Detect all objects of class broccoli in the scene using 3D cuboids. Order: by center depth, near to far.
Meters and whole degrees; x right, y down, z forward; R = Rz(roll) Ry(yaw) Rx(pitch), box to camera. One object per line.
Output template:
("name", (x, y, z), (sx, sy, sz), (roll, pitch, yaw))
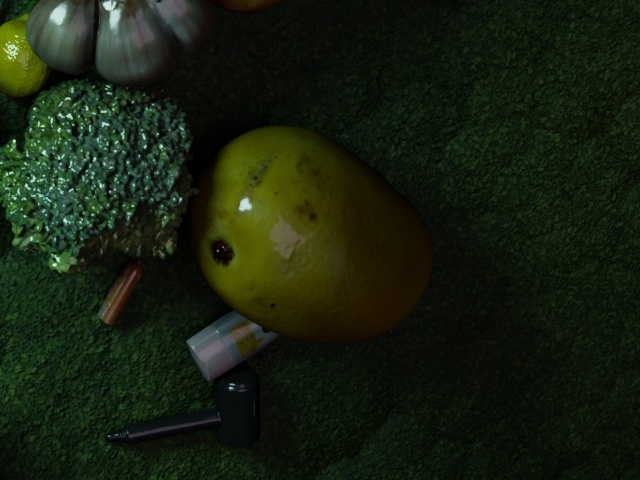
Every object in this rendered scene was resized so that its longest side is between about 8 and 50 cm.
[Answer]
("broccoli", (-0.285, -0.079, 1.543), (0.288, 0.235, 0.260), (-15, 116, -30))

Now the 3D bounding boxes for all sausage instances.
("sausage", (-0.290, 0.072, 1.722), (0.031, 0.031, 0.107), (27, 94, -35))

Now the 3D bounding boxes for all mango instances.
("mango", (0.000, 0.000, 1.737), (0.445, 0.232, 0.300), (18, 68, -44))

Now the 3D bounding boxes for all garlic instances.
("garlic", (-0.241, -0.266, 1.470), (0.214, 0.160, 0.191), (-45, 169, -12))

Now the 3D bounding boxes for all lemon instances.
("lemon", (-0.386, -0.238, 1.518), (0.082, 0.082, 0.111), (8, 104, -32))

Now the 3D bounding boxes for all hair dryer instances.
("hair dryer", (-0.213, 0.269, 1.833), (0.248, 0.070, 0.114), (-6, 113, -19))

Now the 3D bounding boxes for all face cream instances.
("face cream", (-0.110, 0.137, 1.835), (0.198, 0.057, 0.084), (-33, 121, -16))

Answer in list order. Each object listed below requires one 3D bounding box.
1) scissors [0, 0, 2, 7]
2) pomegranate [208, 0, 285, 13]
("scissors", (-0.526, -0.122, 1.510), (0.192, 0.029, 0.447), (30, 92, -35))
("pomegranate", (-0.088, -0.420, 1.540), (0.248, 0.248, 0.248), (-11, 113, -27))
